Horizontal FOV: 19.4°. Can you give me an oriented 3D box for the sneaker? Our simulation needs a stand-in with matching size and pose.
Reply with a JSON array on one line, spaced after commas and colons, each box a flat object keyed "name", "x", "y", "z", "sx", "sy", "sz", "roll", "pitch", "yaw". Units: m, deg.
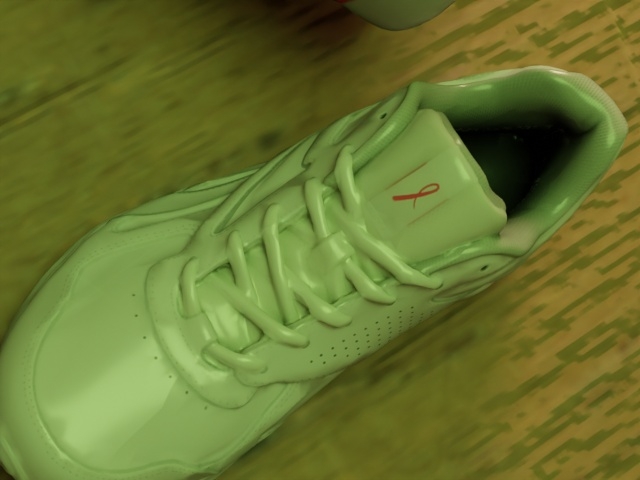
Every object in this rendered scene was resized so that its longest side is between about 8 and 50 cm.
[{"name": "sneaker", "x": 0.000, "y": 0.000, "z": 0.578, "sx": 0.232, "sy": 0.115, "sz": 0.090, "roll": -34, "pitch": 89, "yaw": -28}]

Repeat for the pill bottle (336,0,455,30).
[{"name": "pill bottle", "x": -0.061, "y": -0.217, "z": 0.587, "sx": 0.318, "sy": 0.176, "sz": 0.176, "roll": 30, "pitch": 64, "yaw": -11}]
